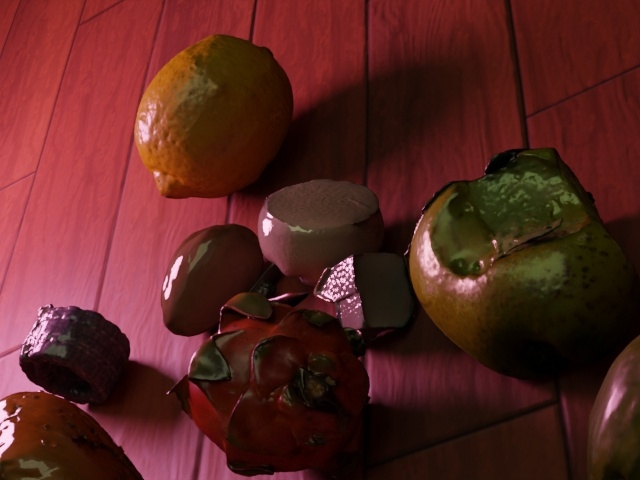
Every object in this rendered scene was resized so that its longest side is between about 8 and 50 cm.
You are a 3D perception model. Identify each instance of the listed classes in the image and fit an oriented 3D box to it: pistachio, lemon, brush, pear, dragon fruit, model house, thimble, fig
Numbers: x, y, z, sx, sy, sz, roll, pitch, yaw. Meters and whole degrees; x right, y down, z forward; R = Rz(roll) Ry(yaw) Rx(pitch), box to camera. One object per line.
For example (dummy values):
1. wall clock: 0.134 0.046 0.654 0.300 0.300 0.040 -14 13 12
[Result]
1. pistachio: -0.160 0.054 1.904 0.185 0.126 0.108 -51 -7 -9
2. lemon: -0.166 -0.188 2.068 0.288 0.233 0.233 -56 36 -8
3. brush: -0.060 0.047 1.871 0.028 0.034 0.190 23 68 43
4. pear: 0.220 0.047 1.492 0.238 0.164 0.255 -30 37 11
5. dragon fruit: -0.044 0.170 1.563 0.227 0.224 0.224 -1 50 38
6. model house: 0.055 0.078 1.693 0.100 0.088 0.100 -34 61 52
7. thimble: -0.352 0.164 1.920 0.150 0.150 0.097 -5 50 40
8. fig: 0.322 0.170 1.255 0.233 0.167 0.167 -33 34 -3

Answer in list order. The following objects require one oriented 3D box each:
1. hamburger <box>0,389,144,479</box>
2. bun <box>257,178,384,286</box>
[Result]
1. hamburger: -0.293 0.320 1.563 0.174 0.284 0.304 -42 28 -1
2. bun: 0.000 0.000 1.786 0.173 0.119 0.173 -1 27 0
